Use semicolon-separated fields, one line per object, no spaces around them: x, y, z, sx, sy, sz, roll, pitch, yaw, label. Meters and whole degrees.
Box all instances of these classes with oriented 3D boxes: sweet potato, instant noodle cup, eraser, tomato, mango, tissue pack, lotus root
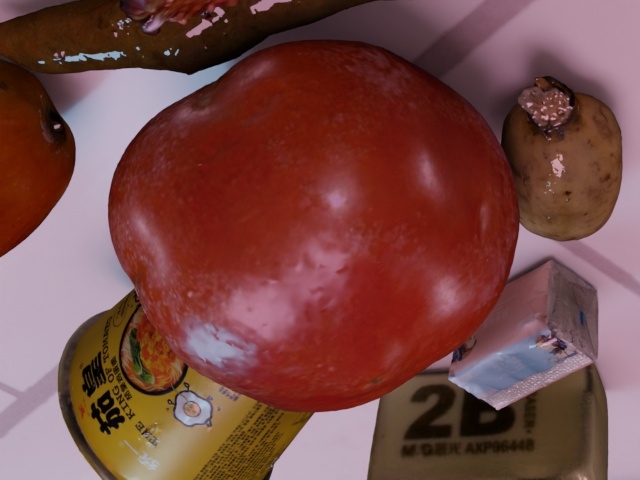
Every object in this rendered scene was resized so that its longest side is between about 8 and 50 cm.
-0.078;-0.127;0.694;0.273;0.067;0.067;-8;137;20;sweet potato
-0.071;0.083;0.866;0.182;0.182;0.144;28;128;-19;instant noodle cup
0.127;0.153;0.933;0.172;0.117;0.058;-7;133;21;eraser
0.004;-0.001;0.701;0.231;0.189;0.232;-11;157;-5;tomato
-0.286;-0.032;0.808;0.289;0.129;0.146;-19;137;36;mango
0.143;0.066;0.859;0.058;0.074;0.094;36;132;-23;tissue pack
0.144;-0.046;0.736;0.072;0.063;0.152;5;145;24;lotus root

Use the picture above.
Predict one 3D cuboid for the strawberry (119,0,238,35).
-0.003;-0.197;0.503;0.306;0.233;0.138;-22;91;38;strawberry
